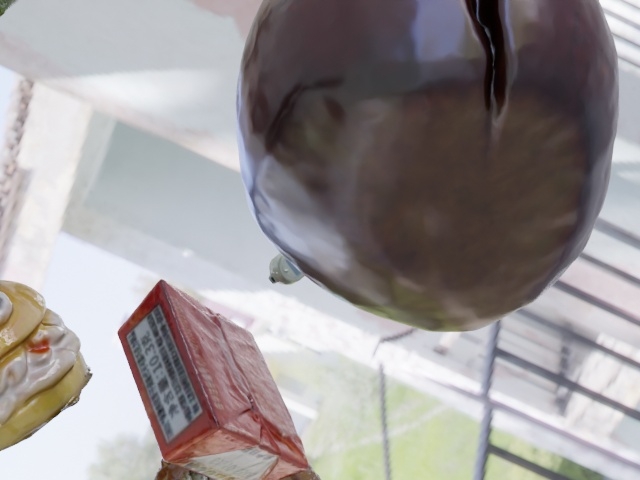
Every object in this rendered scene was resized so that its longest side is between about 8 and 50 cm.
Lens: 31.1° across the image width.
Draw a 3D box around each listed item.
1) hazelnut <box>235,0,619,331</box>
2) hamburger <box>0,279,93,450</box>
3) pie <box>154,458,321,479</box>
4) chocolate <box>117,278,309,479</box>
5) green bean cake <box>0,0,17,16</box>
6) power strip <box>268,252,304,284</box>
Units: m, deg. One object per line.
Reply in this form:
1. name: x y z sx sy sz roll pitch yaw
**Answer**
1. hazelnut: 0.094 -0.122 1.146 0.429 0.402 0.402 69 -149 -41
2. hamburger: -0.495 0.166 1.668 0.276 0.237 0.276 -25 19 9
3. pie: -0.139 0.413 1.745 0.085 0.308 0.308 66 -140 -54
4. chocolate: -0.144 0.199 1.509 0.108 0.235 0.237 -34 57 12
5. green bean cake: -0.487 -0.417 1.560 0.113 0.200 0.214 -69 4 -48
6. power strip: 0.000 0.000 1.587 0.191 0.047 0.030 -41 10 -29
